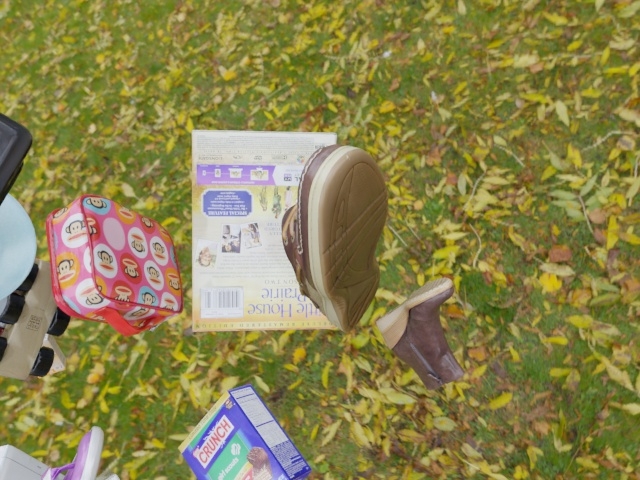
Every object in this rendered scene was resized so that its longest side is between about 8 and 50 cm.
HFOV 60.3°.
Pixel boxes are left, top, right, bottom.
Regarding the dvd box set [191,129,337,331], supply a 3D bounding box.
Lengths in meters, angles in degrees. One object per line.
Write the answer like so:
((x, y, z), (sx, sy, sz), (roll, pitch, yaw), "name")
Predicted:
((-0.117, -0.020, 1.173), (0.308, 0.062, 0.420), (-1, 90, -6), "dvd box set")

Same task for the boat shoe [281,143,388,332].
((0.000, 0.000, 0.665), (0.123, 0.342, 0.123), (31, 70, 21), "boat shoe")

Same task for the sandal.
((-0.513, 0.511, 1.029), (0.416, 0.102, 0.169), (-58, 29, 24), "sandal")

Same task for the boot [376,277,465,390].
((0.260, 0.212, 1.234), (0.207, 0.090, 0.248), (50, 132, 5), "boot")

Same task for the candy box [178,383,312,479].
((-0.224, 0.627, 1.590), (0.317, 0.122, 0.268), (47, 109, 27), "candy box")

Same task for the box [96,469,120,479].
((-0.524, 0.637, 1.346), (0.094, 0.275, 0.113), (-30, 86, -30), "box")

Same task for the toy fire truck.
((-0.611, 0.133, 1.070), (0.246, 0.158, 0.217), (4, 72, 46), "toy fire truck")

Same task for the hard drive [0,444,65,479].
((-0.781, 0.735, 1.394), (0.047, 0.233, 0.353), (-17, 42, 13), "hard drive")

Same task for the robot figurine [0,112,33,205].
((-0.421, -0.114, 0.493), (0.209, 0.278, 0.173), (-52, 27, 17), "robot figurine")

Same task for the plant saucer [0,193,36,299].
((-0.476, 0.004, 0.711), (0.037, 0.195, 0.194), (-29, 51, 44), "plant saucer")

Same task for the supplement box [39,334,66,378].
((-0.621, 0.256, 1.236), (0.062, 0.098, 0.036), (-19, 34, -10), "supplement box")

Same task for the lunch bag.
((-0.388, 0.067, 1.087), (0.120, 0.293, 0.258), (-24, 67, 13), "lunch bag")
